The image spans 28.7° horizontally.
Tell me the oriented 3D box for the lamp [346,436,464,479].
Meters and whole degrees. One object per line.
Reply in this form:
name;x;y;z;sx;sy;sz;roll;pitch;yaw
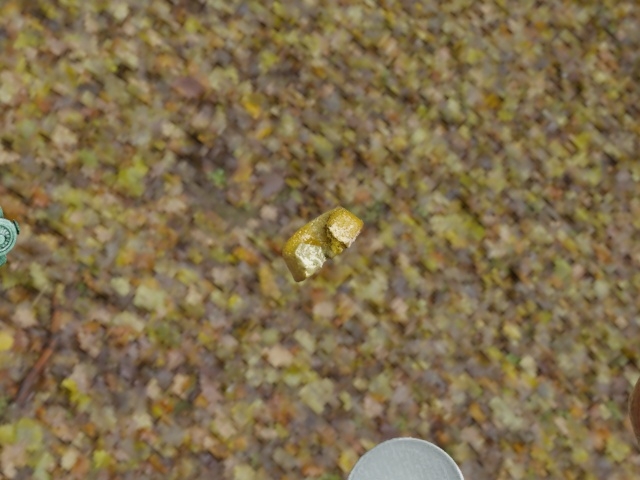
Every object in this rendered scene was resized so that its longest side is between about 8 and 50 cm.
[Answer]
lamp;0.009;0.167;0.475;0.050;0.056;0.198;16;73;13

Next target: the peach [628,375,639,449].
peach;0.493;0.237;1.518;0.214;0.214;0.235;-47;125;-55

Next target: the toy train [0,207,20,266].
toy train;-0.424;-0.039;1.393;0.132;0.200;0.083;-30;32;-22

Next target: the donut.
donut;0.000;0.000;1.494;0.043;0.108;0.097;52;8;-13
